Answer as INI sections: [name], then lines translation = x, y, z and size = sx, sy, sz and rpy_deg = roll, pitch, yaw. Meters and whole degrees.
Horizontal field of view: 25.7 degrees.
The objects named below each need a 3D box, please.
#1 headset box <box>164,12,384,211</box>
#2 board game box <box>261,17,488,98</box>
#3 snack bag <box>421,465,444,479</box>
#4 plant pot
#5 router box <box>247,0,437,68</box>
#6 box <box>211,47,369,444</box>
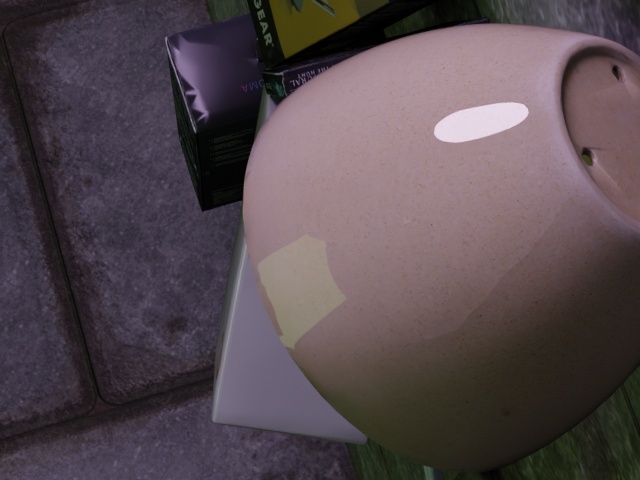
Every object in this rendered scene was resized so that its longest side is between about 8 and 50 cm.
[headset box]
translation = -0.050, -0.170, 1.702
size = 0.283, 0.246, 0.131
rpy_deg = 95, 157, -72
[board game box]
translation = 0.047, -0.161, 1.245
size = 0.126, 0.186, 0.026
rpy_deg = -140, 35, -78
[snack bag]
translation = 0.119, 0.147, 1.740
size = 0.342, 0.037, 0.323
rpy_deg = -97, -3, -63
[plant pot]
translation = 0.122, -0.022, 0.858
size = 0.191, 0.284, 0.284
rpy_deg = -35, 67, 45
[router box]
translation = 0.001, -0.336, 1.263
size = 0.243, 0.081, 0.308
rpy_deg = -19, 87, 56
[box]
translation = 0.000, 0.000, 1.429
size = 0.215, 0.168, 0.345
rpy_deg = -91, 12, -60
